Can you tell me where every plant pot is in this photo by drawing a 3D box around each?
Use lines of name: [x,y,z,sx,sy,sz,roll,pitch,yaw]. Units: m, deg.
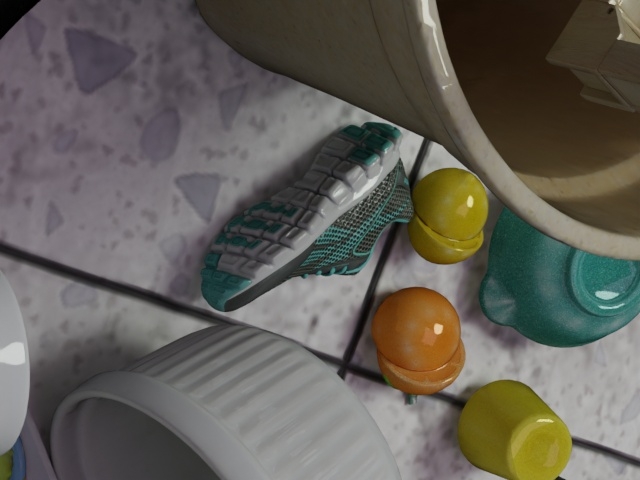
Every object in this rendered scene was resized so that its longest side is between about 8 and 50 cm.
plant pot: [0.081,-0.181,0.806,0.333,0.305,0.334,-9,106,-35]

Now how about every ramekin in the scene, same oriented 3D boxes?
ramekin: [-0.047,0.145,0.862,0.109,0.207,0.207,-34,119,-36]

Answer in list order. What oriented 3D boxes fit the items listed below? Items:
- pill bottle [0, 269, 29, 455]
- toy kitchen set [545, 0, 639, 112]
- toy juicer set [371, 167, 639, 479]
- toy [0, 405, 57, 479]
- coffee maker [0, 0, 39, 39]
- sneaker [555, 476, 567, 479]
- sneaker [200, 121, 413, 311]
pill bottle: [-0.261,0.065,0.669,0.245,0.136,0.136,-5,104,-36]
toy kitchen set: [0.158,-0.087,0.644,0.068,0.075,0.083,37,83,-37]
toy juicer set: [0.155,-0.009,1.046,0.209,0.089,0.329,35,88,-23]
toy: [-0.216,0.120,0.815,0.137,0.056,0.237,-26,113,-20]
coffee maker: [-0.181,-0.141,0.760,0.178,0.120,0.171,-47,147,-17]
sneaker: [0.193,0.251,1.143,0.073,0.063,0.162,-30,117,-23]
sneaker: [0.000,0.000,0.945,0.166,0.065,0.076,-39,125,-21]
